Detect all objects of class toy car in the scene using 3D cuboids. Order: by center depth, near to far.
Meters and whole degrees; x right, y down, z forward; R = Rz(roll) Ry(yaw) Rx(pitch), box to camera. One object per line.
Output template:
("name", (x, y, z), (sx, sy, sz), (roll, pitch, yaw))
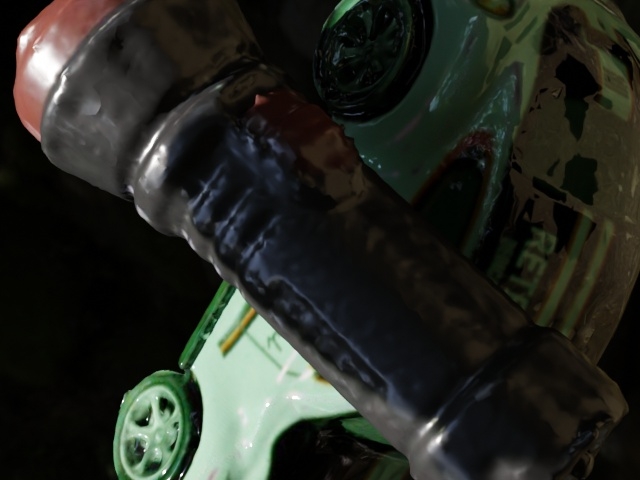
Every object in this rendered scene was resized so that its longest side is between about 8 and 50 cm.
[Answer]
("toy car", (0.037, 0.034, 0.619), (0.136, 0.305, 0.125), (21, -168, -40))

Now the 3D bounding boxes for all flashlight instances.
("flashlight", (0.000, 0.000, 0.520), (0.232, 0.093, 0.093), (43, 163, 17))
